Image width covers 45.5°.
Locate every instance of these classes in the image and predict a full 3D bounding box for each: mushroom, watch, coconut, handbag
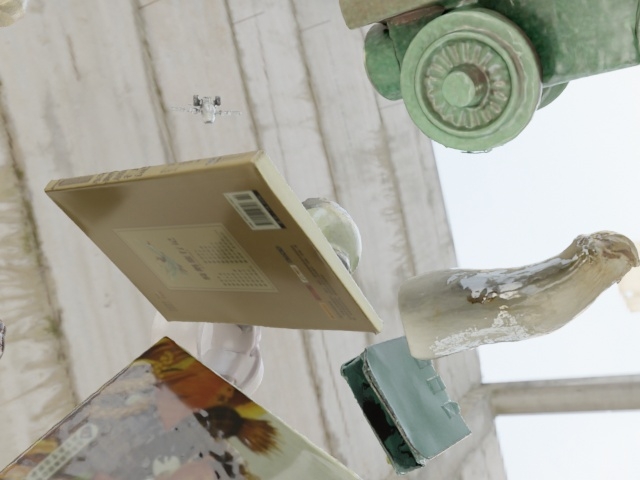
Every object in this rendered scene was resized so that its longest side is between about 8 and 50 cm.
[{"bbox_3d":[0.314,0.085,1.245,0.126,0.397,0.177,52,-140,-34],"label":"mushroom"},{"bbox_3d":[-0.217,0.169,1.434,0.231,0.196,0.244,65,-143,-42],"label":"watch"},{"bbox_3d":[-0.524,-0.416,1.237,0.110,0.110,0.125,15,-104,-56],"label":"coconut"},{"bbox_3d":[0.178,0.345,1.629,0.269,0.100,0.274,59,-152,13],"label":"handbag"}]

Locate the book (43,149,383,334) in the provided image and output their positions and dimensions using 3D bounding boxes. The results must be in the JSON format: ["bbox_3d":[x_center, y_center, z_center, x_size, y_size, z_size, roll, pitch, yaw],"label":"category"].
[{"bbox_3d":[-0.112,0.012,0.738,0.217,0.310,0.021,54,-129,-33],"label":"book"}]

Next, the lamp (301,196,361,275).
[{"bbox_3d":[0.000,0.000,0.963,0.250,0.101,0.101,-107,-7,-69],"label":"lamp"}]

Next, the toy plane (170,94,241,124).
[{"bbox_3d":[-0.259,-0.299,1.745,0.171,0.162,0.066,-140,52,-73],"label":"toy plane"}]

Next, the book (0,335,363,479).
[{"bbox_3d":[-0.085,0.285,0.623,0.300,0.428,0.039,-41,-29,-35],"label":"book"}]

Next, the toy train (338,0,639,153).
[{"bbox_3d":[0.147,-0.180,0.427,0.150,0.304,0.222,-38,-65,-54],"label":"toy train"}]

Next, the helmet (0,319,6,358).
[{"bbox_3d":[-0.397,0.116,0.894,0.057,0.111,0.089,-33,-87,-42],"label":"helmet"}]
